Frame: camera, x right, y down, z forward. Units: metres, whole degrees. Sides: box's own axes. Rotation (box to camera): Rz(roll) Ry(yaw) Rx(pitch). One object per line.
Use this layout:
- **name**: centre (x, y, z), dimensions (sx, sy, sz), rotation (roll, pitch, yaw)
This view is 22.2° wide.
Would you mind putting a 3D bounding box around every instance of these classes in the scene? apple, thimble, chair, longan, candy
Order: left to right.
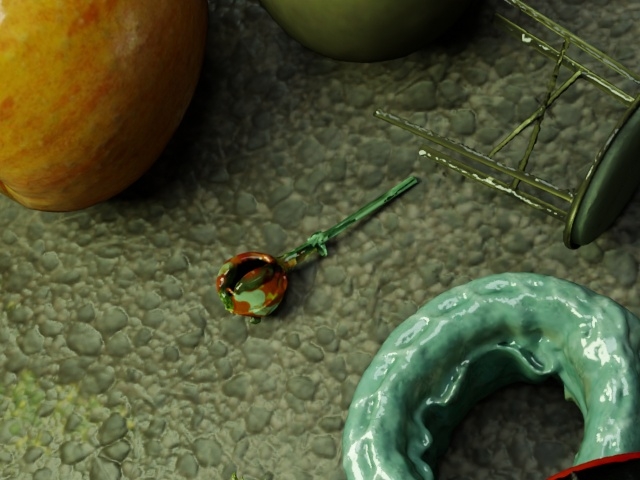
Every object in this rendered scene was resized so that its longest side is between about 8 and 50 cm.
- **apple**: centre (-0.223, -0.178, 1.291), dimensions (0.299, 0.299, 0.275), rotation (36, 82, 29)
- **candy**: centre (0.000, 0.000, 1.282), dimensions (0.185, 0.049, 0.055), rotation (-33, 65, -11)
- **longan**: centre (0.041, -0.254, 1.280), dimensions (0.215, 0.246, 0.246), rotation (-5, 54, -29)
- **thimble**: centre (0.134, 0.136, 1.104), dimensions (0.235, 0.143, 0.198), rotation (-40, 60, -5)
- **chair**: centre (0.221, -0.068, 1.174), dimensions (0.326, 0.160, 0.170), rotation (30, 90, 19)

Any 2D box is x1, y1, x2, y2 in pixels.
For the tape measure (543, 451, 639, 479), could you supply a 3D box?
- **tape measure**: centre (0.190, 0.254, 0.972), dimensions (0.253, 0.260, 0.114), rotation (-22, 26, 4)

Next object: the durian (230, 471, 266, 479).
- **durian**: centre (-0.041, 0.279, 1.064), dimensions (0.200, 0.176, 0.236), rotation (14, 80, 5)
